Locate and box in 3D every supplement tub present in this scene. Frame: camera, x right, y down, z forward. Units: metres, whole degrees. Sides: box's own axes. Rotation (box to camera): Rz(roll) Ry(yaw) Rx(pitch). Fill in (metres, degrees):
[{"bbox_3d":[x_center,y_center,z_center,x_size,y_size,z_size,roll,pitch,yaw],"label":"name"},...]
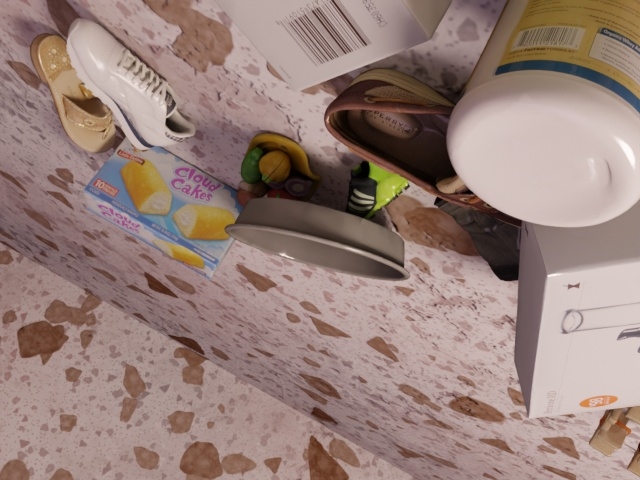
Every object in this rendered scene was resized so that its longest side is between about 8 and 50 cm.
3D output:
[{"bbox_3d":[0.196,-0.126,0.467,0.144,0.199,0.144,23,154,12],"label":"supplement tub"}]

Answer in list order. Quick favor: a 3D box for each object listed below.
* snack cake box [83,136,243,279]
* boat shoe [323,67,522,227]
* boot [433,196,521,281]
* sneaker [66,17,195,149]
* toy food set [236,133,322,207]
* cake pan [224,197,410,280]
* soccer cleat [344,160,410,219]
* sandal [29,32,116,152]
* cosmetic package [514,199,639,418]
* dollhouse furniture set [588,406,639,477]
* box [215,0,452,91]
[{"bbox_3d":[-0.273,-0.064,1.108,0.264,0.152,0.089,30,154,-3],"label":"snack cake box"},{"bbox_3d":[0.162,-0.080,0.637,0.342,0.123,0.123,28,122,11],"label":"boat shoe"},{"bbox_3d":[0.257,-0.031,0.728,0.161,0.083,0.246,45,148,-18],"label":"boot"},{"bbox_3d":[-0.277,-0.234,0.900,0.095,0.090,0.235,0,148,24],"label":"sneaker"},{"bbox_3d":[-0.080,-0.082,0.973,0.128,0.071,0.218,30,155,-4],"label":"toy food set"},{"bbox_3d":[0.000,0.000,0.934,0.293,0.054,0.293,14,170,2],"label":"cake pan"},{"bbox_3d":[0.067,-0.071,0.875,0.072,0.060,0.179,50,154,2],"label":"soccer cleat"},{"bbox_3d":[-0.385,-0.225,0.999,0.079,0.088,0.240,22,149,27],"label":"sandal"},{"bbox_3d":[0.365,0.075,0.651,0.285,0.097,0.377,-9,144,11],"label":"cosmetic package"},{"bbox_3d":[0.610,0.316,0.993,0.259,0.135,0.262,31,157,22],"label":"dollhouse furniture set"},{"bbox_3d":[0.003,-0.251,0.524,0.181,0.119,0.182,-5,138,49],"label":"box"}]
